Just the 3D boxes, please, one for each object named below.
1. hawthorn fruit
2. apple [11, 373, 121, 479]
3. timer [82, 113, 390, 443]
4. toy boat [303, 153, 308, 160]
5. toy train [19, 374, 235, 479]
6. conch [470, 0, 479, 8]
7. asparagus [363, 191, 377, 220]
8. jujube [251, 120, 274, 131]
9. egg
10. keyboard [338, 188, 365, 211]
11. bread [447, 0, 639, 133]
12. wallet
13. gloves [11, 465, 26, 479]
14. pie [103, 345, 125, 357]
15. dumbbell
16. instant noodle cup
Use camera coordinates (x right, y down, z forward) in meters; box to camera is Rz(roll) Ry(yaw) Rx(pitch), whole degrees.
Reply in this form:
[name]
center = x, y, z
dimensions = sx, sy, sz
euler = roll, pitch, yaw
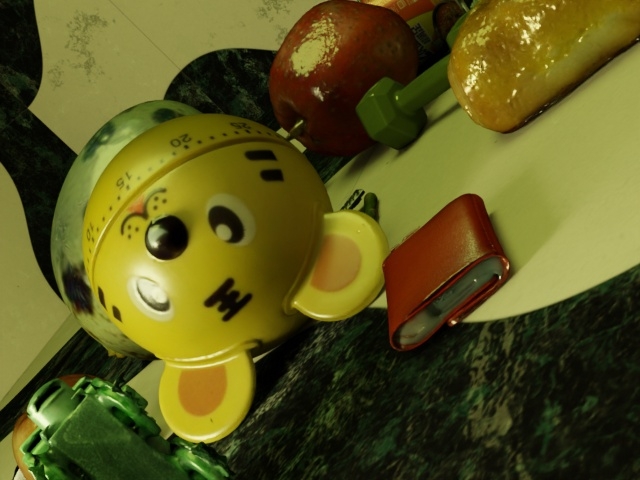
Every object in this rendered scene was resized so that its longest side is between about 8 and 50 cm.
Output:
[hawthorn fruit]
center = 0.033, -0.285, 1.892
dimensions = 0.299, 0.275, 0.275
euler = -50, 13, -19
[apple]
center = -0.351, 0.290, 1.523
dimensions = 0.188, 0.174, 0.188
euler = -43, 15, 15
[timer]
center = -0.125, 0.025, 1.370
dimensions = 0.376, 0.376, 0.387
euler = -43, 56, 11
[toy boat]
center = -0.081, -0.046, 1.947
dimensions = 0.111, 0.084, 0.276
euler = -29, 23, 45
[toy train]
center = -0.189, 0.237, 1.042
dimensions = 0.132, 0.243, 0.188
euler = -51, -2, -19
[conch]
center = 0.327, -0.424, 1.653
dimensions = 0.200, 0.131, 0.172
euler = -40, -15, 1
[asparagus]
center = 0.072, -0.027, 1.504
dimensions = 0.024, 0.025, 0.248
euler = -19, 16, 8
[jujube]
center = -0.155, -0.117, 2.133
dimensions = 0.232, 0.213, 0.213
euler = -48, 12, 12
[egg]
center = -0.267, -0.017, 1.715
dimensions = 0.345, 0.427, 0.345
euler = -1, 3, 0
[keyboard]
center = 0.000, 0.000, 1.631
dimensions = 0.204, 0.013, 0.061
euler = -50, 5, -1
[bread]
center = 0.312, -0.317, 1.361
dimensions = 0.337, 0.148, 0.328
euler = -36, 15, 34
[wallet]
center = 0.127, 0.029, 1.096
dimensions = 0.142, 0.045, 0.204
euler = -40, 14, 14
[gloves]
center = -0.450, 0.370, 1.703
dimensions = 0.203, 0.124, 0.164
euler = -86, 21, -82
[pie]
center = -0.327, 0.130, 2.132
dimensions = 0.288, 0.103, 0.355
euler = -45, 9, -26
[dumbbell]
center = 0.186, -0.256, 1.667
dimensions = 0.302, 0.108, 0.121
euler = -32, 18, 46
[instant noodle cup]
center = 0.200, -0.467, 2.126
dimensions = 0.174, 0.213, 0.213
euler = -33, 16, 17
